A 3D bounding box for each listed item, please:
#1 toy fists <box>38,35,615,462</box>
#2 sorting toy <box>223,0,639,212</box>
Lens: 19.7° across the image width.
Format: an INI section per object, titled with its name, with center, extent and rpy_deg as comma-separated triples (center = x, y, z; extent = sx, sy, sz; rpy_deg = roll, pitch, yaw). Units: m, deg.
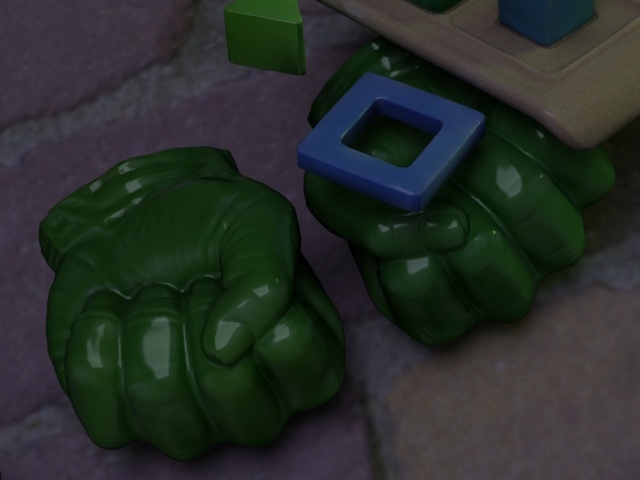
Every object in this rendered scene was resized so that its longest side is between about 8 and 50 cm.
[toy fists]
center = 0.000, 0.000, 0.860
extent = 0.279, 0.096, 0.142
rpy_deg = -26, 61, -1
[sorting toy]
center = 0.107, -0.142, 0.865
extent = 0.348, 0.047, 0.196
rpy_deg = -35, 53, -27
